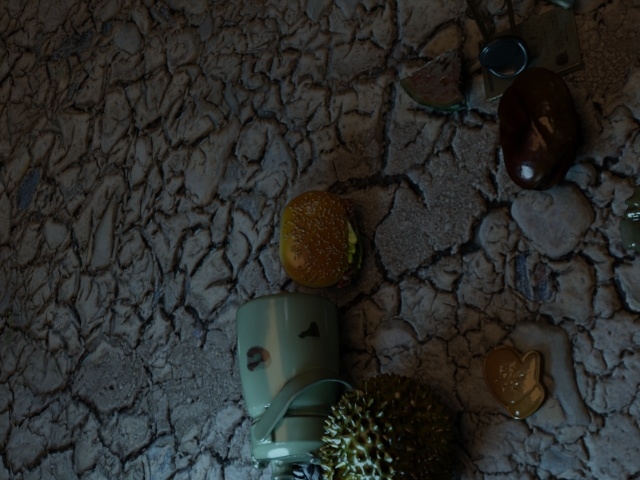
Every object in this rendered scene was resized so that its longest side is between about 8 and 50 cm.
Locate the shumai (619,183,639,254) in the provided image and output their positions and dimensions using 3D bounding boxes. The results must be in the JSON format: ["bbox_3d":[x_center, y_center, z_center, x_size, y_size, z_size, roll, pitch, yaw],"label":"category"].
[{"bbox_3d":[0.607,-0.047,1.446,0.283,0.217,0.346,144,104,-76],"label":"shumai"}]

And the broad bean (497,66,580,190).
[{"bbox_3d":[0.393,-0.202,1.764,0.156,0.122,0.228,-38,46,56],"label":"broad bean"}]

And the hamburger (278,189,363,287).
[{"bbox_3d":[0.000,0.000,2.003,0.116,0.173,0.210,136,139,-70],"label":"hamburger"}]

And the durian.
[{"bbox_3d":[0.111,0.383,1.752,0.258,0.258,0.292,13,98,41],"label":"durian"}]

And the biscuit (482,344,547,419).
[{"bbox_3d":[0.350,0.240,1.731,0.118,0.023,0.140,-53,51,15],"label":"biscuit"}]

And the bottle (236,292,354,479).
[{"bbox_3d":[-0.053,0.291,1.909,0.229,0.229,0.351,-20,62,33],"label":"bottle"}]

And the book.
[{"bbox_3d":[0.399,-0.359,1.871,0.199,0.016,0.138,-18,66,34],"label":"book"}]

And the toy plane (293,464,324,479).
[{"bbox_3d":[-0.035,0.458,1.961,0.078,0.053,0.197,-33,53,4],"label":"toy plane"}]

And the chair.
[{"bbox_3d":[0.324,-0.420,1.871,0.104,0.095,0.221,-45,53,48],"label":"chair"}]

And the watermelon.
[{"bbox_3d":[0.254,-0.317,1.949,0.139,0.071,0.187,-56,42,3],"label":"watermelon"}]

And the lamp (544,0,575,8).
[{"bbox_3d":[0.459,-0.590,1.821,0.203,0.124,0.283,42,105,36],"label":"lamp"}]
